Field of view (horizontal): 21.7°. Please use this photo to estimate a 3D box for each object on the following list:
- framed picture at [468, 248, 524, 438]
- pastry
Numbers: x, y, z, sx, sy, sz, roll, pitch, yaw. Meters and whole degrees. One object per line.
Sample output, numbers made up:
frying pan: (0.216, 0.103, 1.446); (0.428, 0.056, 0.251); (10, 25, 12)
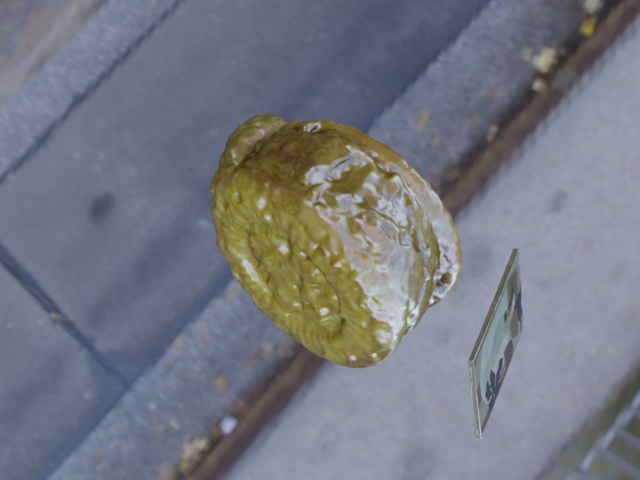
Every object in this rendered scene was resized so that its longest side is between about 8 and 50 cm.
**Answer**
framed picture: (0.218, 0.125, 2.045); (0.201, 0.010, 0.136); (-63, 154, -43)
pastry: (0.000, 0.000, 1.468); (0.132, 0.235, 0.240); (-49, 169, -33)
